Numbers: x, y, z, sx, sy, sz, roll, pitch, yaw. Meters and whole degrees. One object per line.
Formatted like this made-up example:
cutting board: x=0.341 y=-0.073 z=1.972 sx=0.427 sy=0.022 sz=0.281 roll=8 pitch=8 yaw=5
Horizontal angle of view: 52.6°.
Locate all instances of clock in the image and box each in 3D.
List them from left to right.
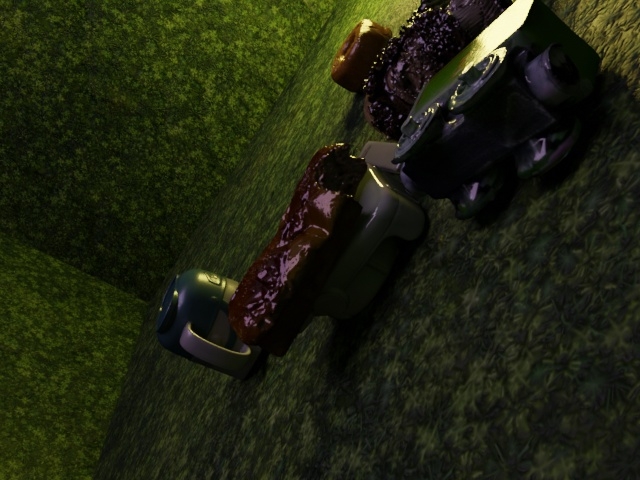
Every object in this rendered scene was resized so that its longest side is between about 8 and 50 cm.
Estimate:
clock: x=0.049 y=0.024 z=1.212 sx=0.324 sy=0.109 sz=0.265 roll=-56 pitch=19 yaw=16

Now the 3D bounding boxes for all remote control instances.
remote control: x=0.142 y=-0.184 z=1.431 sx=0.067 sy=0.029 sz=0.261 roll=-59 pitch=19 yaw=1

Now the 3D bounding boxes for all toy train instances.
toy train: x=0.243 y=-0.186 z=0.916 sx=0.307 sy=0.174 sz=0.248 roll=-37 pitch=19 yaw=53

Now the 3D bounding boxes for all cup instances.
cup: x=-0.245 y=0.205 z=1.524 sx=0.219 sy=0.258 sz=0.289 roll=-62 pitch=16 yaw=13

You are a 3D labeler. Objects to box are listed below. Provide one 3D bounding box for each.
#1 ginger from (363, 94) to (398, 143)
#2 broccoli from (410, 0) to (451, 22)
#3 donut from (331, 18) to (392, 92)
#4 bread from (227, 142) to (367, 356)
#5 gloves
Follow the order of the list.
ginger: x=0.175 y=-0.302 z=1.339 sx=0.267 sy=0.138 sz=0.152 roll=-61 pitch=20 yaw=-20
broccoli: x=0.316 y=-0.476 z=1.250 sx=0.304 sy=0.165 sz=0.145 roll=-48 pitch=-15 yaw=-3
donut: x=0.123 y=-0.549 z=1.928 sx=0.226 sy=0.114 sz=0.226 roll=-53 pitch=19 yaw=28
bread: x=-0.031 y=0.007 z=1.107 sx=0.380 sy=0.109 sz=0.185 roll=-61 pitch=17 yaw=-3
gloves: x=0.214 y=-0.301 z=1.127 sx=0.312 sy=0.210 sz=0.135 roll=-34 pitch=4 yaw=15
